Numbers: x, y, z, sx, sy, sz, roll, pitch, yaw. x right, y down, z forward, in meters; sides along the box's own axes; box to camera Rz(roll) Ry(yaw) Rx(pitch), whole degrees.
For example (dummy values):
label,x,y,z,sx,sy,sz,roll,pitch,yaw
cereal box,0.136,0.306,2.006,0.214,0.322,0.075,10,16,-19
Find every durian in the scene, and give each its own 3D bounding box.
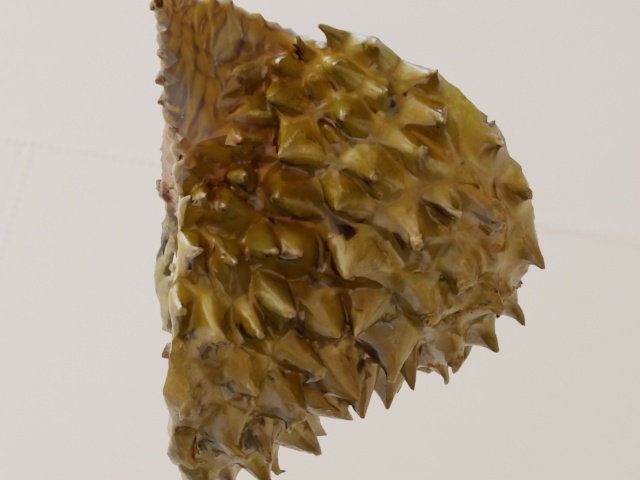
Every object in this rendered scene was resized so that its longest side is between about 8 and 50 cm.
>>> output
label,x,y,z,sx,sy,sz,roll,pitch,yaw
durian,0.009,0.009,0.869,0.195,0.305,0.185,3,-139,-2
